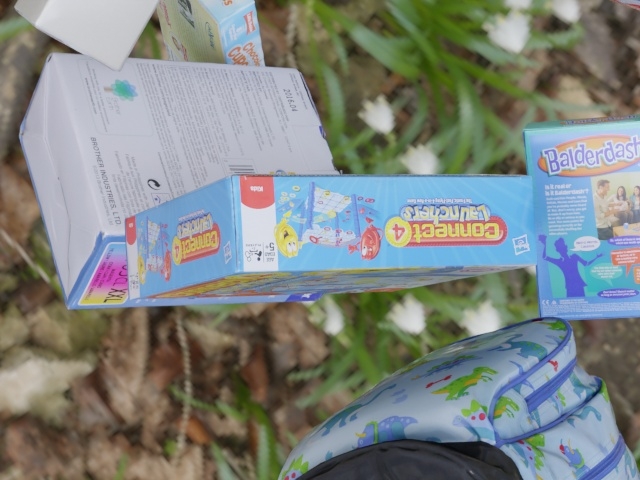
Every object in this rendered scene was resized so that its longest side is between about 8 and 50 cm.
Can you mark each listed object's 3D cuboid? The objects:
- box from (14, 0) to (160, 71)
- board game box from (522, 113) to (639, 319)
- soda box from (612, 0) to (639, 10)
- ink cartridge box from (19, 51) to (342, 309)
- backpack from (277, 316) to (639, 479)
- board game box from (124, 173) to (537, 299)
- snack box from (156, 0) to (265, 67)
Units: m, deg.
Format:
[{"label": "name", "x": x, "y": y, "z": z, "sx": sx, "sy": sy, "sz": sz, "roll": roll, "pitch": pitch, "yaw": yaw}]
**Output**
[{"label": "box", "x": -0.196, "y": -0.323, "z": 1.602, "sx": 0.113, "sy": 0.094, "sz": 0.275, "roll": 29, "pitch": 96, "yaw": -32}, {"label": "board game box", "x": 0.301, "y": -0.024, "z": 1.624, "sx": 0.047, "sy": 0.160, "sz": 0.210, "roll": -44, "pitch": 129, "yaw": -70}, {"label": "soda box", "x": 0.183, "y": -0.195, "z": 0.939, "sx": 0.263, "sy": 0.083, "sz": 0.092, "roll": 18, "pitch": 91, "yaw": -7}, {"label": "ink cartridge box", "x": -0.127, "y": -0.068, "z": 1.842, "sx": 0.396, "sy": 0.270, "sz": 0.151, "roll": -1, "pitch": 145, "yaw": -30}, {"label": "backpack", "x": 0.127, "y": 0.204, "z": 1.318, "sx": 0.290, "sy": 0.273, "sz": 0.356, "roll": -28, "pitch": 161, "yaw": 37}, {"label": "board game box", "x": 0.000, "y": 0.000, "z": 1.505, "sx": 0.302, "sy": 0.308, "sz": 0.086, "roll": -1, "pitch": 84, "yaw": -24}, {"label": "snack box", "x": -0.143, "y": -0.256, "z": 2.040, "sx": 0.060, "sy": 0.187, "sz": 0.322, "roll": -34, "pitch": 153, "yaw": -15}]
